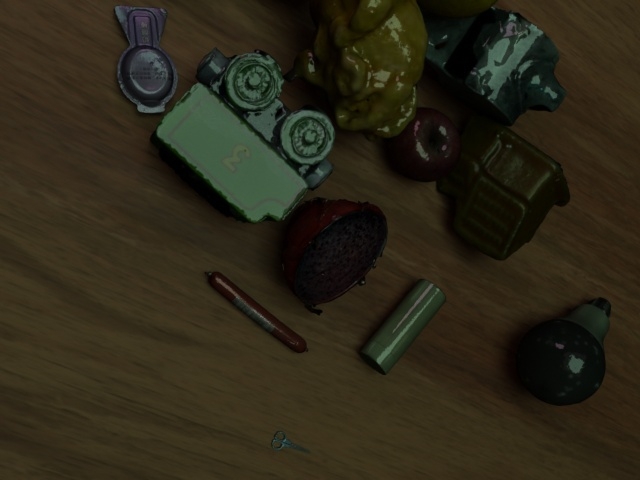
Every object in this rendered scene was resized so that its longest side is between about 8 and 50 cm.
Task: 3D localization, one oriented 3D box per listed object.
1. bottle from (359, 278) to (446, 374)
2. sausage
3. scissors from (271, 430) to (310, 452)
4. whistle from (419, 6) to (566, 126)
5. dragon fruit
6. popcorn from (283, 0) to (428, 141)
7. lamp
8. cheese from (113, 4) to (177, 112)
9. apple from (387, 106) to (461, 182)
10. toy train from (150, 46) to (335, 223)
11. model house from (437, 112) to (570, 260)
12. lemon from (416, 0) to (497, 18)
[{"bbox_3d":[0.166,0.172,1.323,0.072,0.072,0.201,48,72,-14],"label":"bottle"},{"bbox_3d":[-0.116,0.135,1.227,0.253,0.034,0.034,42,73,-16],"label":"sausage"},{"bbox_3d":[-0.054,0.392,1.256,0.083,0.006,0.036,28,79,-20],"label":"scissors"},{"bbox_3d":[0.302,-0.389,1.325,0.404,0.188,0.168,32,96,-15],"label":"whistle"},{"bbox_3d":[0.002,-0.004,1.227,0.218,0.148,0.224,-35,144,-15],"label":"dragon fruit"},{"bbox_3d":[0.065,-0.337,1.192,0.280,0.297,0.316,-19,119,-6],"label":"popcorn"},{"bbox_3d":[0.544,0.238,1.459,0.313,0.181,0.182,-32,102,-53],"label":"lamp"},{"bbox_3d":[-0.307,-0.319,1.161,0.105,0.042,0.191,-4,88,-24],"label":"cheese"},{"bbox_3d":[0.207,-0.192,1.333,0.153,0.120,0.154,4,80,-21],"label":"apple"},{"bbox_3d":[-0.129,-0.171,1.165,0.307,0.173,0.249,43,79,-16],"label":"toy train"},{"bbox_3d":[0.366,-0.098,1.391,0.268,0.173,0.239,37,86,14],"label":"model house"},{"bbox_3d":[0.239,-0.496,1.204,0.207,0.170,0.170,19,79,13],"label":"lemon"}]
